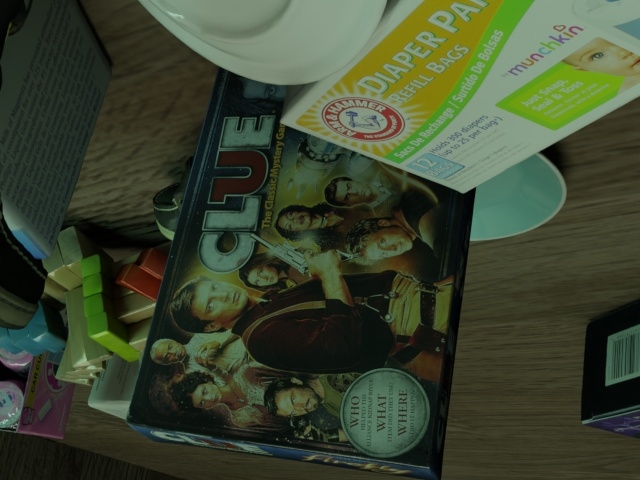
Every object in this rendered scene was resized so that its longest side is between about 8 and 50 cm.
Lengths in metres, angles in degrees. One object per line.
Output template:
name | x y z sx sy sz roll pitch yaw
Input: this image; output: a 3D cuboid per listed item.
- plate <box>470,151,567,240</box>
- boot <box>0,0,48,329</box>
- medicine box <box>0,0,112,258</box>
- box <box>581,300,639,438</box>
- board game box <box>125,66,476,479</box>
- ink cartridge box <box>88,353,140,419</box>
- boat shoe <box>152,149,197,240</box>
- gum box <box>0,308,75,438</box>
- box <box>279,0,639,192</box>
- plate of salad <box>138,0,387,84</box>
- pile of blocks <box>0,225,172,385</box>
plate | 0.081 -0.048 0.638 0.188 0.024 0.188 9 158 4
boot | -0.128 -0.080 0.334 0.085 0.178 0.236 24 159 22
medicine box | -0.291 -0.123 0.465 0.263 0.149 0.289 7 158 8
box | 0.375 0.132 0.825 0.207 0.108 0.153 16 156 -11
board game box | 0.000 0.000 0.500 0.165 0.243 0.042 3 157 17
ink cartridge box | -0.152 0.205 1.226 0.273 0.114 0.197 -7 151 39
boat shoe | -0.065 -0.043 0.659 0.223 0.080 0.073 4 125 54
gum box | -0.343 0.138 1.067 0.062 0.188 0.107 4 164 15
box | 0.078 -0.113 0.379 0.114 0.103 0.203 18 156 -20
plate of salad | -0.046 -0.154 0.351 0.200 0.048 0.200 33 149 23
pile of blocks | -0.275 0.053 0.876 0.362 0.149 0.112 3 157 19
